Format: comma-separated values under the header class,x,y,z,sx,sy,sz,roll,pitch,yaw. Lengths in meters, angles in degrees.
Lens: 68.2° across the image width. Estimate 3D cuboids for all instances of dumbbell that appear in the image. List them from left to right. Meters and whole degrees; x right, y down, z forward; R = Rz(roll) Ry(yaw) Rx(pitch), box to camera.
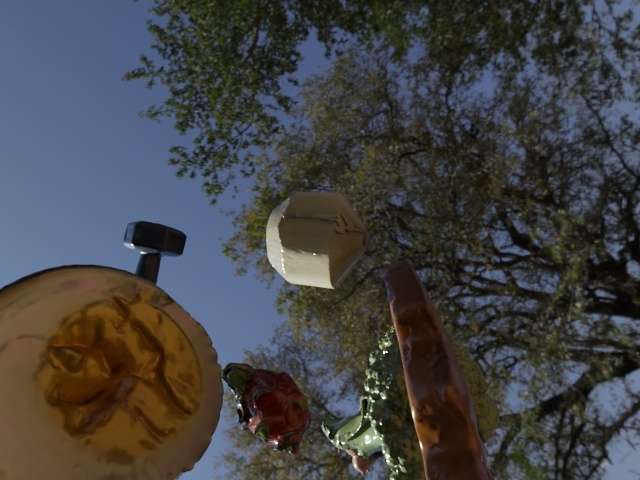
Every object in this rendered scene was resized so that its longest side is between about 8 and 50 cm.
class,x,y,z,sx,sy,sz,roll,pitch,yaw
dumbbell,-0.458,0.113,1.230,0.160,0.144,0.324,27,-107,-67

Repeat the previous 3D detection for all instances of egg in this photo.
class,x,y,z,sx,sy,sz,roll,pitch,yaw
egg,-0.375,0.257,0.706,0.355,0.340,0.354,25,-136,-26

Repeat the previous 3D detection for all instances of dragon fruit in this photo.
class,x,y,z,sx,sy,sz,roll,pitch,yaw
dragon fruit,-0.150,0.433,1.232,0.270,0.198,0.200,22,-144,-8

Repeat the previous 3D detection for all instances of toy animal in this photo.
class,x,y,z,sx,sy,sz,roll,pitch,yaw
toy animal,0.118,0.671,1.498,0.150,0.089,0.083,63,-172,2

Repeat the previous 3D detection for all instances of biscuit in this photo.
class,x,y,z,sx,sy,sz,roll,pitch,yaw
biscuit,0.098,0.148,0.360,0.284,0.043,0.305,61,-163,-60

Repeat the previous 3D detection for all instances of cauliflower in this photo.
class,x,y,z,sx,sy,sz,roll,pitch,yaw
cauliflower,0.167,0.302,0.800,0.327,0.260,0.280,-22,-38,-49

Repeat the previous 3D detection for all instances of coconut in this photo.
class,x,y,z,sx,sy,sz,roll,pitch,yaw
coconut,0.000,0.000,1.466,0.323,0.323,0.322,-5,-82,-41
